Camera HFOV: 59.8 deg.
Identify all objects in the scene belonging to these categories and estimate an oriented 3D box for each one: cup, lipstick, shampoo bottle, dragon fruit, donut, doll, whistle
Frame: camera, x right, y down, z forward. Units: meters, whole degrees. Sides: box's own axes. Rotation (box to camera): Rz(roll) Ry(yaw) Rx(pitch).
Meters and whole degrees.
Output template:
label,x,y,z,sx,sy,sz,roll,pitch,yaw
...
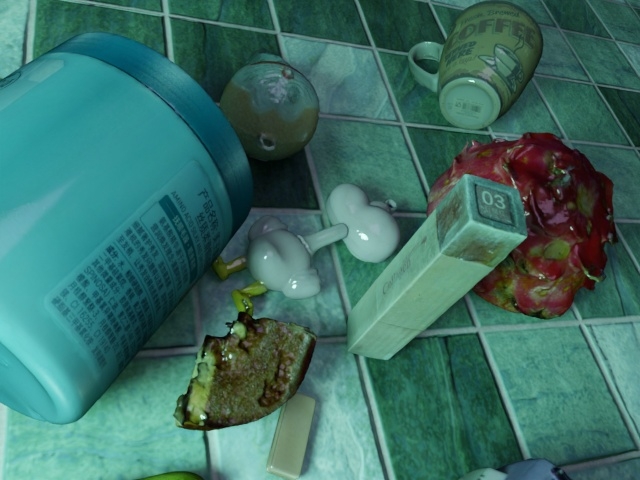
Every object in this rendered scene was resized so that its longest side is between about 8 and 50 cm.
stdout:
label,x,y,z,sx,sy,sz,roll,pitch,yaw
cup,0.336,-0.398,1.295,0.301,0.227,0.257,14,51,23
lipstick,0.137,0.059,0.769,0.079,0.371,0.076,14,53,-14
shampoo bottle,-0.304,-0.015,0.659,0.331,0.331,0.343,32,52,0
dragon fruit,0.410,-0.060,1.068,0.371,0.249,0.386,48,55,7
donut,-0.106,0.187,0.738,0.144,0.126,0.187,29,54,-11
doll,0.000,-0.001,0.932,0.365,0.094,0.160,-24,67,-34
whistle,-0.091,-0.285,1.050,0.189,0.189,0.348,13,43,-15

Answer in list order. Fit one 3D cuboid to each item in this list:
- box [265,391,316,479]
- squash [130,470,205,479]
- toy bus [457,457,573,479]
label,x,y,z,sx,sy,sz,roll,pitch,yaw
box,-0.040,0.269,0.773,0.048,0.025,0.115,24,51,-13
squash,-0.226,0.308,0.638,0.201,0.066,0.066,1,57,-23
toy bus,0.164,0.451,0.620,0.439,0.209,0.249,-26,69,-33
